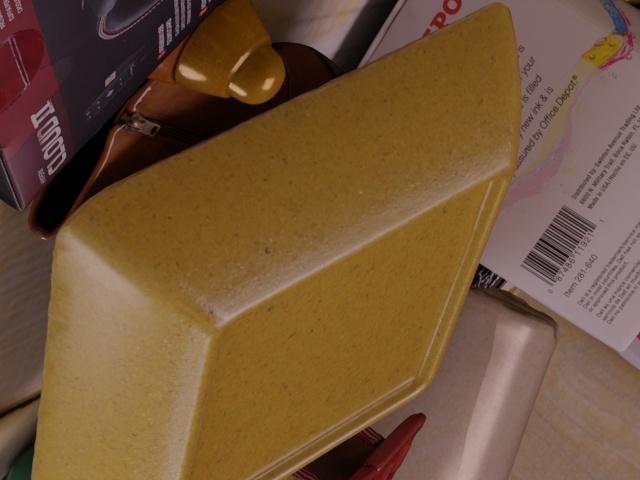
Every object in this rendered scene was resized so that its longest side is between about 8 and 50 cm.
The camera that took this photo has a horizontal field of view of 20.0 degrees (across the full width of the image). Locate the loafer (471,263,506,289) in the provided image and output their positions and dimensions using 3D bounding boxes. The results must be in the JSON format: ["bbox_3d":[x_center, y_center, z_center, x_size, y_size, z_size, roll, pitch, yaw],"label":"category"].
[{"bbox_3d":[0.139,0.044,2.090,0.302,0.109,0.095,-51,165,11],"label":"loafer"}]

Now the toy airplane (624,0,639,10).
[{"bbox_3d":[0.360,-0.262,1.585,0.384,0.272,0.386,-13,169,-19],"label":"toy airplane"}]

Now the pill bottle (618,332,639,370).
[{"bbox_3d":[0.399,-0.030,1.454,0.229,0.229,0.408,-45,-174,-30],"label":"pill bottle"}]

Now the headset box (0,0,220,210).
[{"bbox_3d":[-0.076,-0.157,0.614,0.293,0.110,0.218,-49,168,-14],"label":"headset box"}]

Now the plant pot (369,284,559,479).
[{"bbox_3d":[0.069,0.167,1.773,0.305,0.334,0.334,-64,167,4],"label":"plant pot"}]

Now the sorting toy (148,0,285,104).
[{"bbox_3d":[0.008,-0.172,0.862,0.365,0.126,0.127,-43,165,-34],"label":"sorting toy"}]

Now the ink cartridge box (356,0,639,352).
[{"bbox_3d":[0.166,-0.084,1.333,0.201,0.278,0.117,-57,180,25],"label":"ink cartridge box"}]

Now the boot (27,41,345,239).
[{"bbox_3d":[-0.088,-0.007,1.071,0.264,0.096,0.280,-53,168,11],"label":"boot"}]

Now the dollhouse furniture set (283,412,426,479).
[{"bbox_3d":[-0.085,0.238,1.569,0.152,0.201,0.374,-41,164,-42],"label":"dollhouse furniture set"}]

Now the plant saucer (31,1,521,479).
[{"bbox_3d":[-0.014,0.049,1.113,0.333,0.081,0.333,-28,151,-31],"label":"plant saucer"}]

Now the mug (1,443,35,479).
[{"bbox_3d":[-0.179,0.204,1.313,0.158,0.097,0.129,-71,161,-77],"label":"mug"}]
